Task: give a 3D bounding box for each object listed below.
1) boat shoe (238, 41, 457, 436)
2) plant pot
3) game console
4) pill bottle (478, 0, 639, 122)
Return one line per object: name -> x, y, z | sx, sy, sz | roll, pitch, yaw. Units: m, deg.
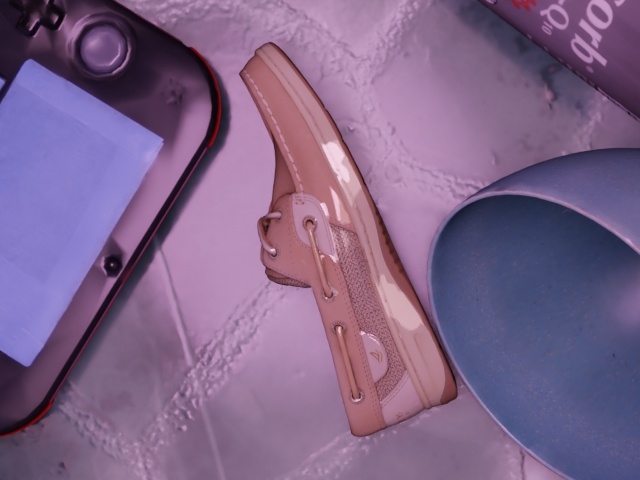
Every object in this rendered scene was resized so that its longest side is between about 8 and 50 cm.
boat shoe -> 0.000, 0.000, 1.643 | 0.110, 0.121, 0.341 | -25, 90, 2
plant pot -> 0.258, 0.039, 1.578 | 0.195, 0.290, 0.290 | -38, 88, -34
game console -> -0.305, -0.060, 1.690 | 0.342, 0.060, 0.386 | 32, 91, 2
pill bottle -> 0.288, -0.199, 1.549 | 0.363, 0.210, 0.210 | 39, 92, 16
